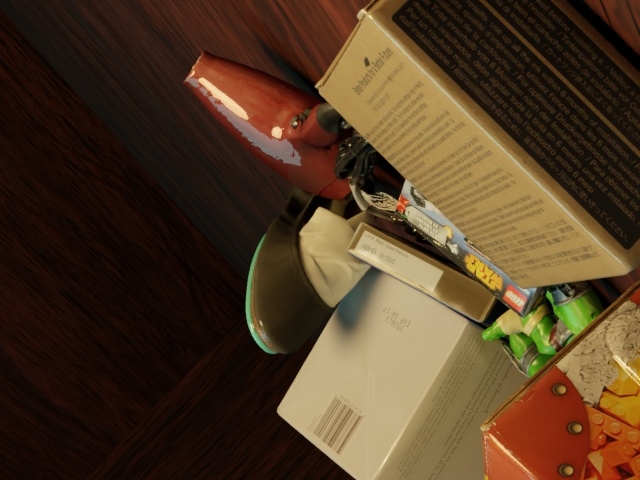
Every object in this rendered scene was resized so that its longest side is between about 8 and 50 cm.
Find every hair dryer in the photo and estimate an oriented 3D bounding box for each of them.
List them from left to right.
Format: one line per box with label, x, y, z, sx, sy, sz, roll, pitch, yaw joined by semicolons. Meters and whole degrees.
hair dryer;0.003;-0.104;1.318;0.293;0.080;0.223;22;160;30

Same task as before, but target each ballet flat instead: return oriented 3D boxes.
ballet flat;0.000;0.000;1.415;0.095;0.096;0.280;55;-156;-22

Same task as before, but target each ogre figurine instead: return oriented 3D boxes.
ogre figurine;0.202;0.083;1.211;0.118;0.097;0.197;53;144;21

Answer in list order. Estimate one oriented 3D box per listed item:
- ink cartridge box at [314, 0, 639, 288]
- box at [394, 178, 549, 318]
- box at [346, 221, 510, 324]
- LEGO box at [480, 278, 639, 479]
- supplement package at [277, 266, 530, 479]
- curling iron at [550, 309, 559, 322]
ink cartridge box;0.104;-0.069;0.868;0.193;0.088;0.234;45;173;-2
box;0.123;-0.017;1.133;0.137;0.027;0.094;41;140;21
box;0.119;0.039;1.376;0.136;0.036;0.225;28;-179;19
LEGO box;0.304;0.292;0.942;0.372;0.193;0.500;38;156;31
supplement package;0.143;0.175;1.444;0.293;0.175;0.177;30;-179;-35
curling iron;0.293;0.166;1.395;0.274;0.035;0.068;46;172;-19
